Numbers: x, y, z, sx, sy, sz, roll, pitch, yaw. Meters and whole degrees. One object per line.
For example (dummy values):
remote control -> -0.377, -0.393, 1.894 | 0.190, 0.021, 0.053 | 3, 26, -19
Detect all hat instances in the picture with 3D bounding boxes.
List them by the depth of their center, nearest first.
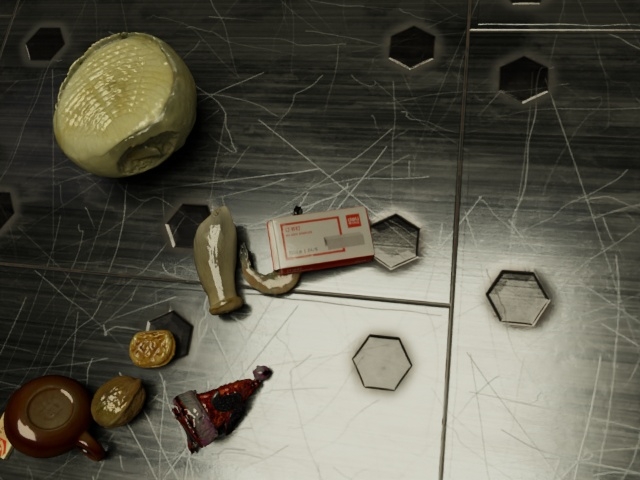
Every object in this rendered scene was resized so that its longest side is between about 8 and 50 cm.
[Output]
hat -> -0.201, 0.346, 1.223 | 0.227, 0.129, 0.140 | -30, 111, -18

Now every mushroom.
mushroom -> -0.237, 0.049, 1.319 | 0.108, 0.096, 0.247 | -9, 76, 6

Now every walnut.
walnut -> -0.439, 0.350, 1.252 | 0.105, 0.105, 0.124 | 38, 81, 19

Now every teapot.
teapot -> -0.575, 0.402, 1.256 | 0.252, 0.135, 0.178 | 37, 51, 1

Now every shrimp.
shrimp -> -0.107, 0.016, 1.333 | 0.152, 0.046, 0.220 | 11, 75, 10

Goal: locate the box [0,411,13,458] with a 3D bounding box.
box -> -0.719, 0.444, 1.314 | 0.058, 0.015, 0.093 | 22, 76, 14

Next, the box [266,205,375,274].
box -> 0.000, 0.000, 1.287 | 0.229, 0.050, 0.123 | -8, 72, -7

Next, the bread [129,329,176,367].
bread -> -0.382, 0.247, 1.305 | 0.110, 0.044, 0.083 | -7, 75, 9

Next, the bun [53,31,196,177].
bun -> -0.463, -0.316, 1.419 | 0.364, 0.202, 0.365 | -5, 70, 15
